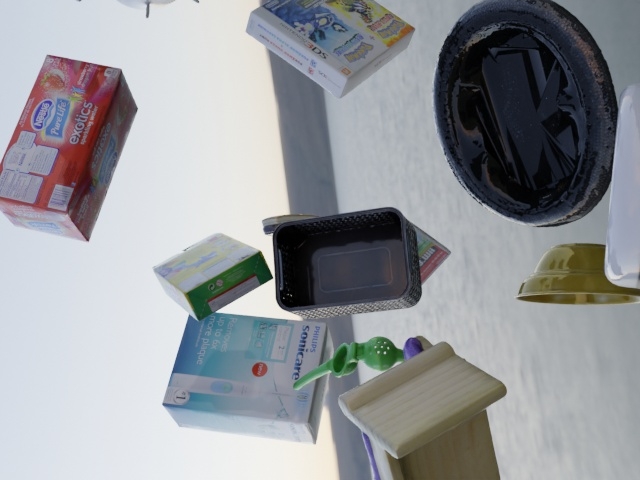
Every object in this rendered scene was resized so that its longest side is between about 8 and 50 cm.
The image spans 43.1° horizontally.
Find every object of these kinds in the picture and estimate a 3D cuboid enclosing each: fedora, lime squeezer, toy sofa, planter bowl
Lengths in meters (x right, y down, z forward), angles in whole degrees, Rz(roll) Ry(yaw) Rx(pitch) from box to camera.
[{"bbox_3d":[0.316,-0.192,1.163,0.334,0.153,0.333,26,128,39],"label":"fedora"},{"bbox_3d":[0.072,0.195,1.317,0.110,0.311,0.058,31,-130,-60],"label":"lime squeezer"},{"bbox_3d":[0.135,0.305,0.958,0.177,0.150,0.362,30,140,58],"label":"toy sofa"},{"bbox_3d":[0.431,0.054,1.338,0.217,0.217,0.090,78,-165,-81],"label":"planter bowl"}]

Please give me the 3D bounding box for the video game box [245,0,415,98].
[{"bbox_3d":[0.019,-0.326,1.256,0.205,0.187,0.048,-44,-12,-39],"label":"video game box"}]

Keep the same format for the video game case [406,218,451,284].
[{"bbox_3d":[0.187,0.056,1.969,0.285,0.204,0.025,30,-165,-51],"label":"video game case"}]

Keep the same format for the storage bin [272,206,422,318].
[{"bbox_3d":[0.036,0.033,1.074,0.084,0.180,0.122,37,-133,-69],"label":"storage bin"}]

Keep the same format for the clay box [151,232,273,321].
[{"bbox_3d":[-0.172,0.048,1.232,0.222,0.127,0.053,19,135,65],"label":"clay box"}]

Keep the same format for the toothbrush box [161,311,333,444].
[{"bbox_3d":[-0.138,0.272,1.626,0.126,0.296,0.216,78,-158,-56],"label":"toothbrush box"}]

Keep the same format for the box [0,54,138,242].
[{"bbox_3d":[-0.390,-0.142,1.251,0.122,0.128,0.256,91,-168,-69],"label":"box"}]

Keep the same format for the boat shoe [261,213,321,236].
[{"bbox_3d":[0.000,0.000,1.748,0.103,0.285,0.092,-7,78,50],"label":"boat shoe"}]

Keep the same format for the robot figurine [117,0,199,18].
[{"bbox_3d":[-0.380,-0.620,1.638,0.353,0.300,0.200,62,162,0],"label":"robot figurine"}]

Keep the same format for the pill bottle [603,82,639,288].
[{"bbox_3d":[0.423,-0.037,0.686,0.188,0.334,0.187,5,-90,-71],"label":"pill bottle"}]
